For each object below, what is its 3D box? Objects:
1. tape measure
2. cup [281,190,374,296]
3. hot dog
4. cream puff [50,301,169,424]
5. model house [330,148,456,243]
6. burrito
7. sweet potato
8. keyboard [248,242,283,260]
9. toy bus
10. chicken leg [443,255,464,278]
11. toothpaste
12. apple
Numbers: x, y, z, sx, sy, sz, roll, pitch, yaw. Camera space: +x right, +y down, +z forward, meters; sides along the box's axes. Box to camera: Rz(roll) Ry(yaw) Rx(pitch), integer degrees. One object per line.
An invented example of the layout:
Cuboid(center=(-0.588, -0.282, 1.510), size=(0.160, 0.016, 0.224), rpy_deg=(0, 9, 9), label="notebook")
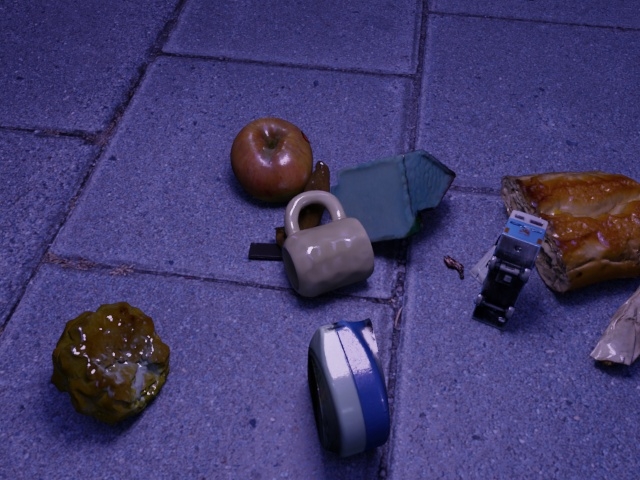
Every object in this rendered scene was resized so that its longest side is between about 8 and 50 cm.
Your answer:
Cuboid(center=(0.053, 0.323, 1.340), size=(0.138, 0.259, 0.262), rpy_deg=(-8, 56, -6), label="tape measure")
Cuboid(center=(0.007, 0.006, 1.605), size=(0.202, 0.255, 0.173), rpy_deg=(-17, 17, -16), label="cup")
Cuboid(center=(0.726, -0.049, 1.693), size=(0.366, 0.196, 0.367), rpy_deg=(-12, 57, -8), label="hot dog")
Cuboid(center=(-0.485, 0.285, 1.430), size=(0.282, 0.185, 0.281), rpy_deg=(29, 41, -30), label="cream puff")
Cuboid(center=(0.213, -0.119, 1.748), size=(0.281, 0.229, 0.249), rpy_deg=(-7, 1, 43), label="model house")
Cuboid(center=(0.812, 0.189, 1.562), size=(0.117, 0.076, 0.392), rpy_deg=(37, 59, 25), label="burrito")
Cuboid(center=(-0.040, -0.099, 1.731), size=(0.112, 0.085, 0.285), rpy_deg=(15, 74, 24), label="sweet potato")
Cuboid(center=(-0.101, 0.032, 1.728), size=(0.196, 0.018, 0.060), rpy_deg=(3, 43, 2), label="keyboard")
Cuboid(center=(0.456, 0.077, 1.516), size=(0.106, 0.297, 0.131), rpy_deg=(21, 47, 16), label="toy bus")
Cuboid(center=(0.369, 0.069, 1.696), size=(0.036, 0.021, 0.083), rpy_deg=(-25, 59, -32), label="chicken leg")
Cuboid(center=(0.476, 0.019, 1.644), size=(0.033, 0.218, 0.052), rpy_deg=(9, 33, -53), label="toothpaste")
Cuboid(center=(-0.141, -0.234, 1.834), size=(0.261, 0.194, 0.260), rpy_deg=(0, 53, 1), label="apple")
